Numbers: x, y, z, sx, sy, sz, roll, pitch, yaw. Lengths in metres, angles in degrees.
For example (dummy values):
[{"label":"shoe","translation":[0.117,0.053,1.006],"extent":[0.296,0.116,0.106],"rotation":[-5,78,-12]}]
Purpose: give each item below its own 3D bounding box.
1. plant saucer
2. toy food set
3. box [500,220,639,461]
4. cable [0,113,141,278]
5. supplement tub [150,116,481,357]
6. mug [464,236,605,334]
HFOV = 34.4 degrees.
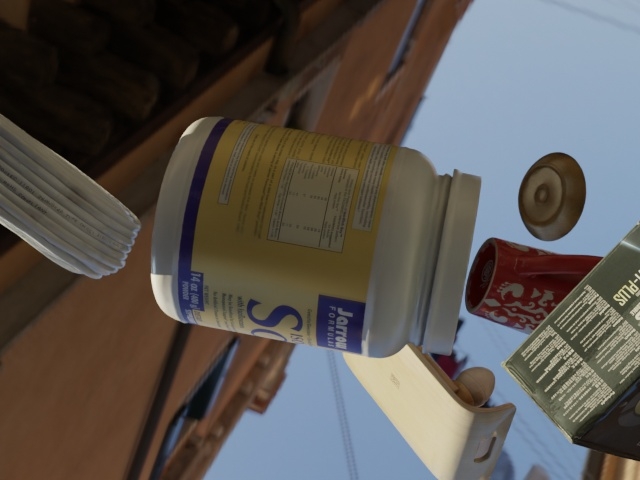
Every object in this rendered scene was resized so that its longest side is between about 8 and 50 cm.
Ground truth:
[{"label":"plant saucer","translation":[0.208,-0.041,0.950],"extent":[0.015,0.083,0.083],"rotation":[8,-142,-33]},{"label":"toy food set","translation":[0.137,0.170,1.406],"extent":[0.092,0.220,0.306],"rotation":[-28,-121,-21]},{"label":"box","translation":[0.238,0.061,0.720],"extent":[0.147,0.180,0.077],"rotation":[26,-160,-52]},{"label":"cable","translation":[-0.299,-0.057,1.058],"extent":[0.257,0.089,0.257],"rotation":[39,174,-25]},{"label":"supplement tub","translation":[0.000,0.000,1.163],"extent":[0.331,0.241,0.241],"rotation":[10,-145,7]},{"label":"mug","translation":[0.265,0.048,1.165],"extent":[0.169,0.150,0.113],"rotation":[16,-146,-8]}]
